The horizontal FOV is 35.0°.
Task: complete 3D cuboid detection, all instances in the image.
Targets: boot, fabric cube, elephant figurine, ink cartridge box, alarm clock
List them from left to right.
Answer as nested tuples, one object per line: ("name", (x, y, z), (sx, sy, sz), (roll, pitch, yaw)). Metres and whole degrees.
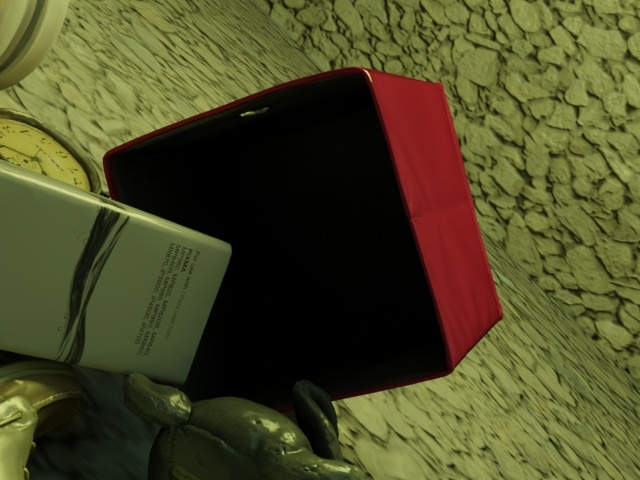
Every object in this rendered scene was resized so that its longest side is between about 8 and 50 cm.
("ink cartridge box", (-0.229, 0.002, 0.708), (0.197, 0.114, 0.273), (18, -1, 43))
("boot", (-0.184, 0.162, 0.606), (0.165, 0.077, 0.213), (45, 23, 14))
("alarm clock", (-0.282, -0.060, 0.943), (0.129, 0.064, 0.192), (44, 15, 7))
("elephant figurine", (-0.032, 0.195, 0.772), (0.169, 0.186, 0.239), (4, -3, 15))
("fabric cube", (0.000, 0.000, 0.937), (0.258, 0.254, 0.259), (-18, 92, -69))

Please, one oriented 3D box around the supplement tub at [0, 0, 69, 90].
("supplement tub", (-0.399, -0.252, 0.858), (0.241, 0.241, 0.331), (48, 19, 21))
